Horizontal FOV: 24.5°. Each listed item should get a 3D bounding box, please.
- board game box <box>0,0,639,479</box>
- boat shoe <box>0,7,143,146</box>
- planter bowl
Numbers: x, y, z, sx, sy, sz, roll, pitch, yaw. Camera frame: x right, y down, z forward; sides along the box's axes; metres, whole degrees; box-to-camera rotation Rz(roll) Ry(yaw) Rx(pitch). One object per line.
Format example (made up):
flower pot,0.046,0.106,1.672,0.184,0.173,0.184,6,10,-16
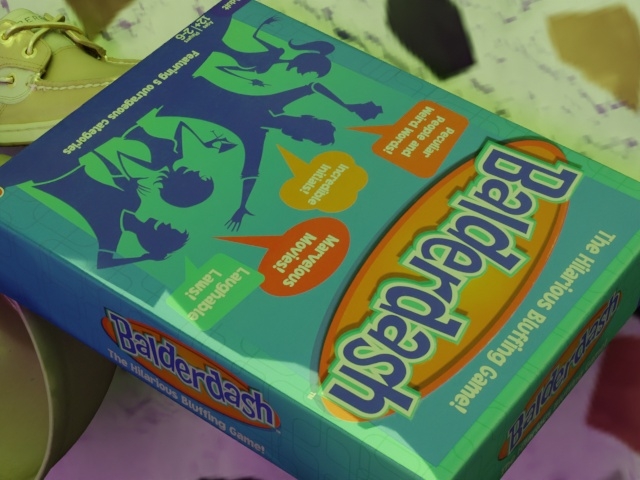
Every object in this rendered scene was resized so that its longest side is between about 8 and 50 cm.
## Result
board game box,0.000,0.000,0.542,0.210,0.160,0.047,28,142,23
boat shoe,-0.134,-0.075,0.665,0.170,0.063,0.059,-1,103,32
planter bowl,-0.151,0.026,0.654,0.162,0.109,0.162,14,120,25
